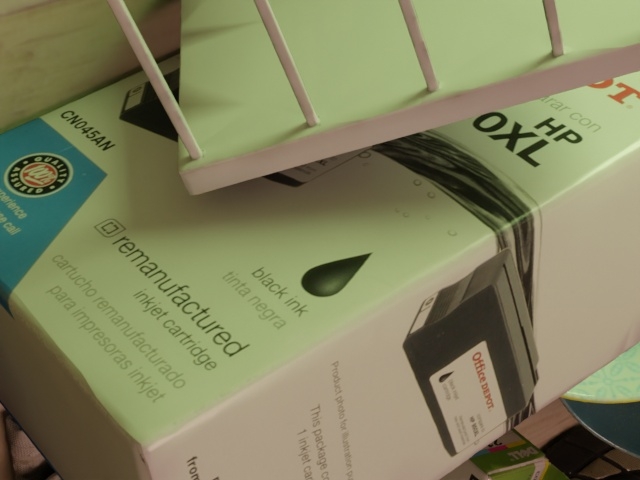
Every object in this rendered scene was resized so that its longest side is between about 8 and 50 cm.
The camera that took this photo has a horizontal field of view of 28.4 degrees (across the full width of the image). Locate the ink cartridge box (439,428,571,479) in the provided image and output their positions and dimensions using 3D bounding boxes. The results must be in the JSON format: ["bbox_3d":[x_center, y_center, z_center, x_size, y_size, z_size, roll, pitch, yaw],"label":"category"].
[{"bbox_3d":[0.151,0.281,1.160,0.097,0.255,0.188,-3,121,-43],"label":"ink cartridge box"}]

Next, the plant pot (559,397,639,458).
[{"bbox_3d":[0.386,0.068,1.248,0.290,0.290,0.195,75,26,-45],"label":"plant pot"}]

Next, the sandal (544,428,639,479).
[{"bbox_3d":[0.250,0.318,1.422,0.303,0.120,0.086,-35,166,-17],"label":"sandal"}]

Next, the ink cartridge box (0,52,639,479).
[{"bbox_3d":[0.000,0.000,0.773,0.395,0.285,0.166,-29,134,-25],"label":"ink cartridge box"}]

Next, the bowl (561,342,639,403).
[{"bbox_3d":[0.231,-0.024,1.056,0.289,0.289,0.156,-60,-177,11],"label":"bowl"}]

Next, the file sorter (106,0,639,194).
[{"bbox_3d":[0.033,-0.179,0.652,0.278,0.192,0.173,-15,134,9],"label":"file sorter"}]

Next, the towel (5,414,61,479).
[{"bbox_3d":[-0.089,0.194,1.021,0.312,0.056,0.324,-26,134,-28],"label":"towel"}]
